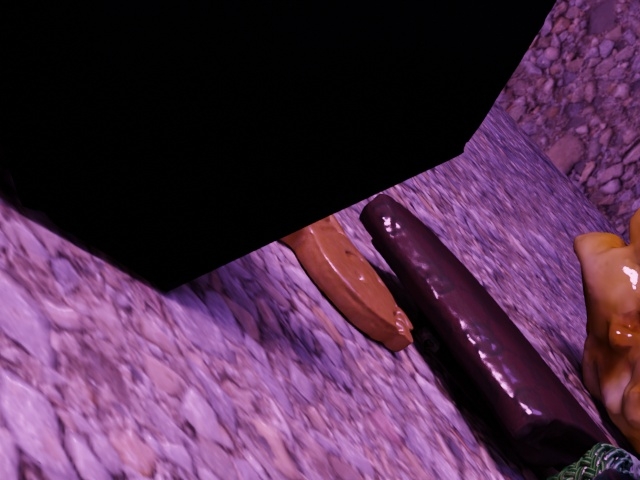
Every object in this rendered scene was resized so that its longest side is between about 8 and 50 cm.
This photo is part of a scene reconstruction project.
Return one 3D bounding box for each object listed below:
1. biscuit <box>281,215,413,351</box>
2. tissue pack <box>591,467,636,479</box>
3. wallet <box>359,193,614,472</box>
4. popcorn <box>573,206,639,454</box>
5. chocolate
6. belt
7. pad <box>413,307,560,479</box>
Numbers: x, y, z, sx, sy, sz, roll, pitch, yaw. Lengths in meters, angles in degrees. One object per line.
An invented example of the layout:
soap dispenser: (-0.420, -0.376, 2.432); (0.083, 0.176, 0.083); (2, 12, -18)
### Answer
biscuit: (-0.002, -0.004, 1.247); (0.184, 0.027, 0.133); (55, 11, 27)
tissue pack: (0.208, 0.234, 1.093); (0.103, 0.090, 0.170); (39, 13, -41)
wallet: (0.121, 0.073, 1.358); (0.229, 0.049, 0.182); (55, 12, 28)
popcorn: (0.446, 0.105, 1.778); (0.390, 0.354, 0.344); (45, -7, -14)
chocolate: (-0.094, -0.223, 0.959); (0.331, 0.384, 0.383); (35, 1, 38)
belt: (0.226, 0.200, 1.289); (0.121, 0.079, 0.151); (57, 15, 22)
pad: (0.165, 0.151, 1.413); (0.265, 0.009, 0.159); (48, 11, -4)
